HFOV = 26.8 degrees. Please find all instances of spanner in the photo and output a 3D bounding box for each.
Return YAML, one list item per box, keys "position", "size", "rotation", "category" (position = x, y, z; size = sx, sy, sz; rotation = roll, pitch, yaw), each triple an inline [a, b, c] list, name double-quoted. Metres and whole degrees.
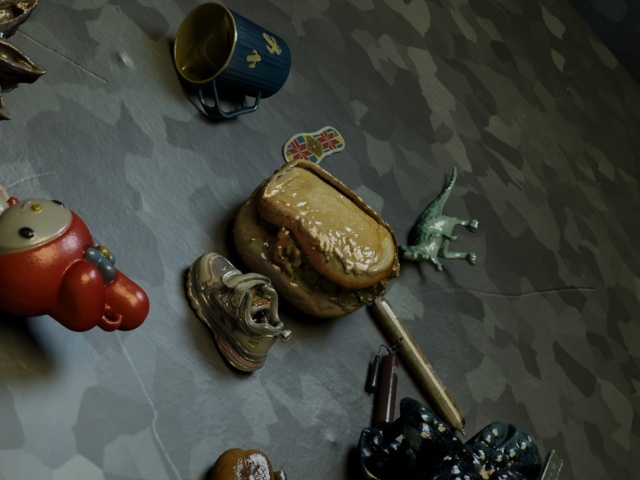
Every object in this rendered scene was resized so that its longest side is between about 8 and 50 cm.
- position: [0.348, 0.432, 2.180]
  size: [0.093, 0.026, 0.325]
  rotation: [50, 32, -5]
  category: "spanner"

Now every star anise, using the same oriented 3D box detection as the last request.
- position: [-0.471, -0.252, 1.705]
  size: [0.223, 0.109, 0.236]
  rotation: [-2, 75, -30]
  category: "star anise"

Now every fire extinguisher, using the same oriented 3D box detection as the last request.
- position: [0.096, 0.218, 2.056]
  size: [0.049, 0.035, 0.173]
  rotation: [8, 42, 2]
  category: "fire extinguisher"

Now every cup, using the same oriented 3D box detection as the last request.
- position: [-0.137, -0.276, 2.142]
  size: [0.155, 0.131, 0.176]
  rotation: [12, 81, -51]
  category: "cup"

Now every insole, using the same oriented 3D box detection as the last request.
- position: [-0.011, -0.159, 2.282]
  size: [0.065, 0.006, 0.193]
  rotation: [57, 33, 4]
  category: "insole"

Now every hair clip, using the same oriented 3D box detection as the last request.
- position: [0.206, 0.349, 1.937]
  size: [0.310, 0.194, 0.206]
  rotation: [18, 41, -41]
  category: "hair clip"

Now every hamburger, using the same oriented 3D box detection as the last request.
- position: [0.000, 0.000, 2.032]
  size: [0.286, 0.146, 0.243]
  rotation: [15, 43, -35]
  category: "hamburger"

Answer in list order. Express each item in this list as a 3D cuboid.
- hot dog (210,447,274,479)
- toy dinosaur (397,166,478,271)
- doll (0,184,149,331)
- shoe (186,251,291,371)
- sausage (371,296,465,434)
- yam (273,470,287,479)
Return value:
- position: [-0.100, 0.325, 1.691]
  size: [0.090, 0.060, 0.140]
  rotation: [24, 36, -32]
  category: "hot dog"
- position: [0.237, -0.019, 2.395]
  size: [0.129, 0.076, 0.383]
  rotation: [30, 26, 7]
  category: "toy dinosaur"
- position: [-0.336, 0.022, 1.598]
  size: [0.290, 0.130, 0.161]
  rotation: [35, 29, -2]
  category: "doll"
- position: [-0.111, 0.087, 1.854]
  size: [0.089, 0.092, 0.180]
  rotation: [-11, 69, -54]
  category: "shoe"
- position: [0.156, 0.197, 2.143]
  size: [0.269, 0.033, 0.033]
  rotation: [57, 33, 4]
  category: "sausage"
- position: [-0.038, 0.403, 1.718]
  size: [0.029, 0.027, 0.234]
  rotation: [4, 54, -21]
  category: "yam"
